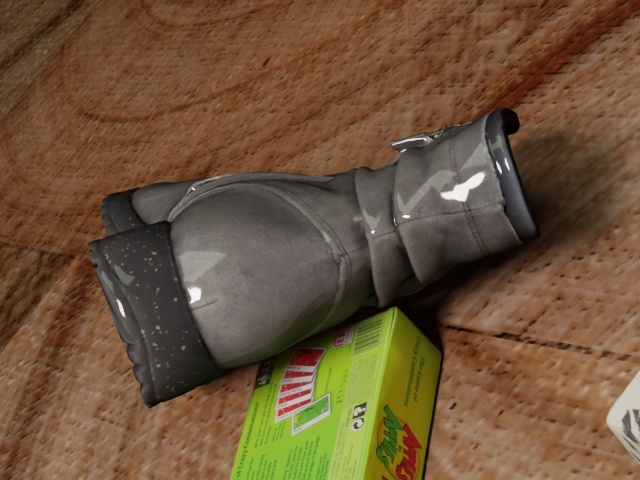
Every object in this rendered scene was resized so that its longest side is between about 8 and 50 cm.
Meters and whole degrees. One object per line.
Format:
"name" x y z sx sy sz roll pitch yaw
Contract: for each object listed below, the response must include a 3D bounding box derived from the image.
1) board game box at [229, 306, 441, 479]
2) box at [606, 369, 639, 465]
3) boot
"board game box" 0.000 0.123 0.763 0.092 0.043 0.181 -24 34 32
"box" 0.226 0.080 0.485 0.113 0.094 0.275 -49 29 -13
"boot" 0.000 0.000 0.865 0.223 0.118 0.338 -21 11 -4
